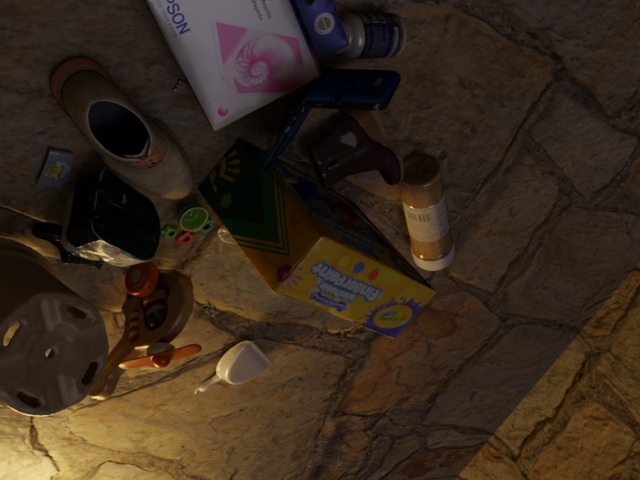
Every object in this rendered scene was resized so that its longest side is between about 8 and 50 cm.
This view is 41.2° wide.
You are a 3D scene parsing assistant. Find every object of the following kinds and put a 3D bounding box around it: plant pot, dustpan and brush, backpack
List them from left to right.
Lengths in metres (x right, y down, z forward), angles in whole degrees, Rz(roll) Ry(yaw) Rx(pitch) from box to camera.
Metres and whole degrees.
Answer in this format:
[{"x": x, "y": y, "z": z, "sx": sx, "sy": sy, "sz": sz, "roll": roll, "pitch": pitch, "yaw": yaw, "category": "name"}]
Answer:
[{"x": -0.561, "y": 0.178, "z": 1.584, "sx": 0.334, "sy": 0.305, "sz": 0.333, "roll": -9, "pitch": 104, "yaw": -42, "category": "plant pot"}, {"x": -0.414, "y": -0.032, "z": 1.698, "sx": 0.144, "sy": 0.165, "sz": 0.188, "roll": -22, "pitch": 146, "yaw": 33, "category": "backpack"}, {"x": -0.248, "y": 0.355, "z": 2.300, "sx": 0.211, "sy": 0.060, "sz": 0.147, "roll": -42, "pitch": 140, "yaw": -7, "category": "dustpan and brush"}]

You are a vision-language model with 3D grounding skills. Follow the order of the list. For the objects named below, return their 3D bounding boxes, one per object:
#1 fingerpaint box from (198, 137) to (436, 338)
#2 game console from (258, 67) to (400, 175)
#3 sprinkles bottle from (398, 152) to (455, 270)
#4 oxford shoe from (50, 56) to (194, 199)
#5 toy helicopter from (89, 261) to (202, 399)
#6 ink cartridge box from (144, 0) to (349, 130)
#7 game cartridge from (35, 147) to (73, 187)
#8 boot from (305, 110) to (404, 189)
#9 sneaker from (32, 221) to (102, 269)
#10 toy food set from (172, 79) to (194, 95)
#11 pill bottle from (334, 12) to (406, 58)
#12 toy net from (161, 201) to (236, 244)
[{"x": 0.000, "y": 0.000, "z": 1.901, "sx": 0.163, "sy": 0.371, "sz": 0.445, "roll": -50, "pitch": 139, "yaw": 13, "category": "fingerpaint box"}, {"x": 0.024, "y": -0.243, "z": 1.738, "sx": 0.250, "sy": 0.293, "sz": 0.173, "roll": 4, "pitch": 113, "yaw": 10, "category": "game console"}, {"x": 0.282, "y": -0.069, "z": 2.251, "sx": 0.121, "sy": 0.121, "sz": 0.355, "roll": -31, "pitch": 140, "yaw": -11, "category": "sprinkles bottle"}, {"x": -0.358, "y": -0.174, "z": 1.630, "sx": 0.140, "sy": 0.146, "sz": 0.397, "roll": -42, "pitch": 141, "yaw": 3, "category": "oxford shoe"}, {"x": -0.404, "y": 0.233, "z": 1.911, "sx": 0.355, "sy": 0.235, "sz": 0.140, "roll": -49, "pitch": 140, "yaw": 12, "category": "toy helicopter"}, {"x": -0.126, "y": -0.414, "z": 1.586, "sx": 0.330, "sy": 0.071, "sz": 0.324, "roll": -29, "pitch": 129, "yaw": -3, "category": "ink cartridge box"}, {"x": -0.512, "y": -0.139, "z": 1.648, "sx": 0.056, "sy": 0.017, "sz": 0.083, "roll": 4, "pitch": 125, "yaw": -45, "category": "game cartridge"}, {"x": 0.080, "y": -0.183, "z": 1.995, "sx": 0.207, "sy": 0.090, "sz": 0.248, "roll": -40, "pitch": 129, "yaw": -16, "category": "boot"}, {"x": -0.521, "y": 0.014, "z": 1.757, "sx": 0.170, "sy": 0.051, "sz": 0.089, "roll": 3, "pitch": 120, "yaw": -44, "category": "sneaker"}, {"x": -0.192, "y": -0.349, "z": 1.680, "sx": 0.132, "sy": 0.038, "sz": 0.192, "roll": 17, "pitch": 116, "yaw": -46, "category": "toy food set"}, {"x": 0.088, "y": -0.428, "z": 1.781, "sx": 0.169, "sy": 0.094, "sz": 0.094, "roll": -10, "pitch": 133, "yaw": -31, "category": "pill bottle"}, {"x": -0.246, "y": -0.022, "z": 1.943, "sx": 0.232, "sy": 0.045, "sz": 0.122, "roll": 16, "pitch": 116, "yaw": -45, "category": "toy net"}]
